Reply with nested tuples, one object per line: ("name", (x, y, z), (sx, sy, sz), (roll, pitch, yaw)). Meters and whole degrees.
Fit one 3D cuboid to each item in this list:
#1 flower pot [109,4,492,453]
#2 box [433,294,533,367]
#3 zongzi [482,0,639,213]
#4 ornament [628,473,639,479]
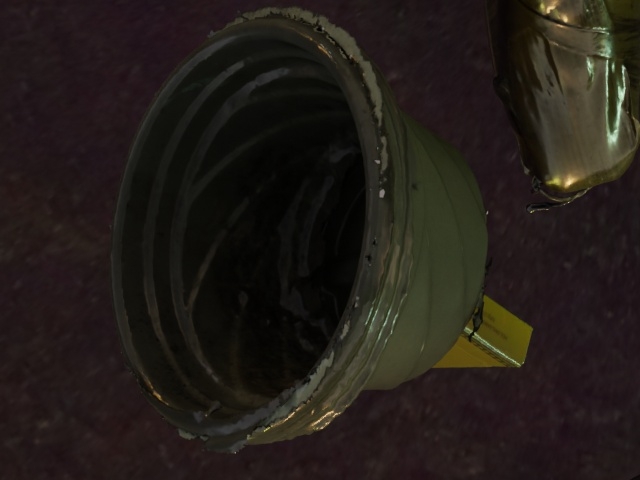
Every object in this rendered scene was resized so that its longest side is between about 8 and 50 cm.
("flower pot", (0.000, 0.000, 0.755), (0.235, 0.140, 0.235), (-16, 69, 48))
("box", (0.012, 0.059, 1.112), (0.279, 0.041, 0.153), (-7, 148, 45))
("zongzi", (0.146, -0.111, 0.802), (0.094, 0.204, 0.205), (-7, 98, 6))
("ornament", (0.127, 0.164, 0.426), (0.081, 0.203, 0.088), (-35, 116, 4))
